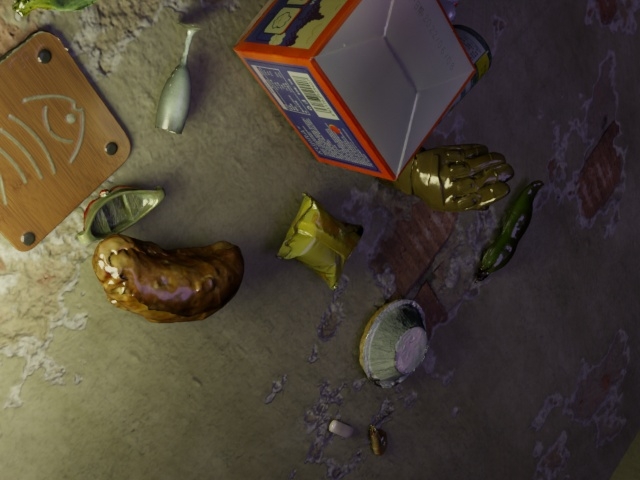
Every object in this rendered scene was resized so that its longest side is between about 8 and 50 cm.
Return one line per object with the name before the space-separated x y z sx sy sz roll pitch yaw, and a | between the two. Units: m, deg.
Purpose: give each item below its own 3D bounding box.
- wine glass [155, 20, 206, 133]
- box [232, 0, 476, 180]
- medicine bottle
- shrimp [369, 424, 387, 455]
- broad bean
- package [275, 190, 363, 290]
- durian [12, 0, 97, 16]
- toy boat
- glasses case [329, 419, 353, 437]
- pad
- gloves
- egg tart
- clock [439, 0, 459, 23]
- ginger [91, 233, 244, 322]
wine glass | -0.259 -0.295 1.631 0.066 0.066 0.198 8 100 -44
box | 0.071 -0.359 1.779 0.318 0.257 0.348 -55 132 -16
medicine bottle | 0.253 -0.351 2.029 0.293 0.141 0.141 -47 130 -21
shrimp | 0.151 0.509 2.314 0.059 0.023 0.108 -39 127 -39
broad bean | 0.519 -0.018 2.444 0.077 0.061 0.339 37 78 -32
package | 0.000 0.000 1.951 0.226 0.090 0.168 35 77 -46
durian | -0.322 -0.462 1.419 0.394 0.198 0.163 -42 129 -23
toy boat | -0.366 -0.051 1.605 0.185 0.071 0.089 -35 125 -30
glasses case | 0.052 0.464 2.204 0.083 0.021 0.032 30 85 -44
pad | -0.481 -0.165 1.501 0.284 0.018 0.286 -48 132 -21
gloves | 0.266 -0.143 1.985 0.141 0.331 0.154 -18 116 -46
egg tart | 0.196 0.258 2.219 0.234 0.094 0.234 -15 112 -41
clock | 0.236 -0.557 1.937 0.189 0.189 0.254 33 87 -44
ginger | -0.282 0.079 1.661 0.321 0.165 0.172 3 109 -46
